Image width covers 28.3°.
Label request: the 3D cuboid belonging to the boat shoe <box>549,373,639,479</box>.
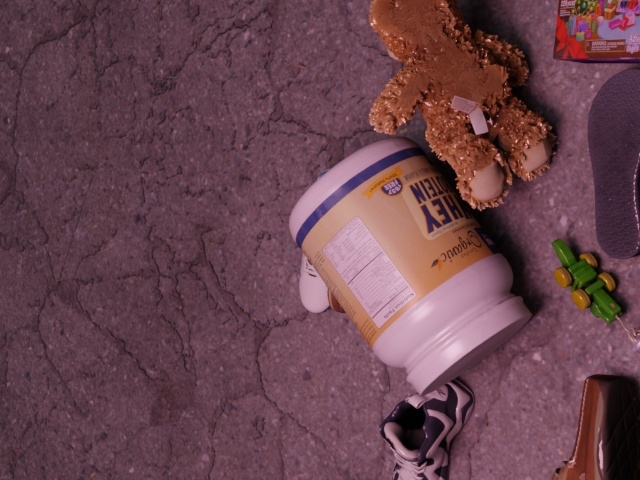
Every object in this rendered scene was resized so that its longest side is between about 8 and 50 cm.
[{"bbox_3d":[0.359,0.342,1.699,0.120,0.122,0.324,2,92,41],"label":"boat shoe"}]

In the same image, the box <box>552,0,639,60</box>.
[{"bbox_3d":[0.397,-0.324,1.595,0.293,0.057,0.201,-160,75,-69],"label":"box"}]

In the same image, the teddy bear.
[{"bbox_3d":[0.185,-0.204,1.756,0.338,0.113,0.245,41,79,-4],"label":"teddy bear"}]

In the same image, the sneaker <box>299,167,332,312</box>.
[{"bbox_3d":[0.000,0.000,1.992,0.085,0.086,0.237,19,104,35],"label":"sneaker"}]

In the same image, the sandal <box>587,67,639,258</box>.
[{"bbox_3d":[0.408,-0.104,1.695,0.097,0.054,0.254,16,111,44],"label":"sandal"}]

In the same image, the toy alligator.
[{"bbox_3d":[0.373,0.079,1.725,0.190,0.056,0.051,53,163,23],"label":"toy alligator"}]

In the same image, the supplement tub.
[{"bbox_3d":[0.127,0.036,1.789,0.228,0.228,0.316,-44,74,30],"label":"supplement tub"}]

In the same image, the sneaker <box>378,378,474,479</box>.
[{"bbox_3d":[0.128,0.314,1.857,0.094,0.153,0.235,39,114,33],"label":"sneaker"}]

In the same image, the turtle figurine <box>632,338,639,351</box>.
[{"bbox_3d":[0.514,0.058,1.507,0.274,0.198,0.266,24,92,50],"label":"turtle figurine"}]

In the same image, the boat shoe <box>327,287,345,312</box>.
[{"bbox_3d":[0.060,0.032,1.958,0.060,0.064,0.178,24,102,35],"label":"boat shoe"}]
